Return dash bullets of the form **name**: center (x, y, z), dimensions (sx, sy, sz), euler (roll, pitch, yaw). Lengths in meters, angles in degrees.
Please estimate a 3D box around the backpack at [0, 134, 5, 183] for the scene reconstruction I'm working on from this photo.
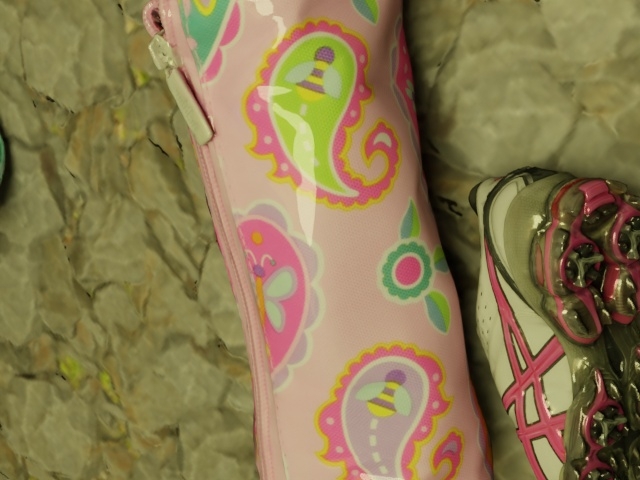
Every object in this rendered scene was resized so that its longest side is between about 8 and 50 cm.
- **backpack**: center (-0.268, -0.063, 0.581), dimensions (0.115, 0.152, 0.182), euler (-3, 139, 33)

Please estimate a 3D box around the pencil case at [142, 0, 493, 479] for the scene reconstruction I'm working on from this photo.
- **pencil case**: center (0.000, 0.000, 0.481), dimensions (0.124, 0.124, 0.284), euler (-6, 103, 29)

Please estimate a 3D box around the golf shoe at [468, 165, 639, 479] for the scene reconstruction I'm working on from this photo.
- **golf shoe**: center (0.112, 0.055, 0.481), dimensions (0.086, 0.068, 0.186), euler (19, 122, 57)
